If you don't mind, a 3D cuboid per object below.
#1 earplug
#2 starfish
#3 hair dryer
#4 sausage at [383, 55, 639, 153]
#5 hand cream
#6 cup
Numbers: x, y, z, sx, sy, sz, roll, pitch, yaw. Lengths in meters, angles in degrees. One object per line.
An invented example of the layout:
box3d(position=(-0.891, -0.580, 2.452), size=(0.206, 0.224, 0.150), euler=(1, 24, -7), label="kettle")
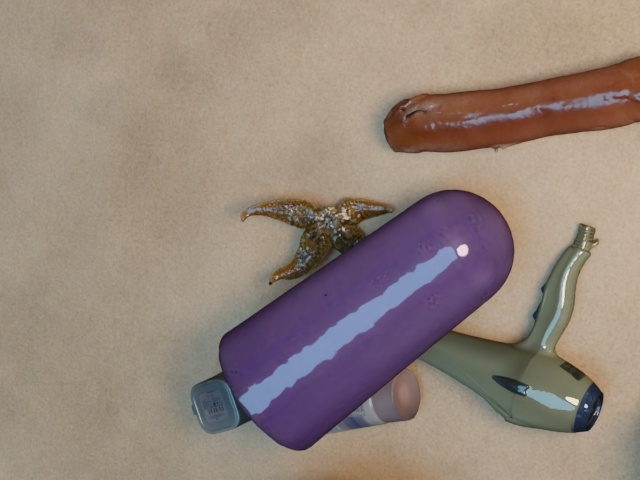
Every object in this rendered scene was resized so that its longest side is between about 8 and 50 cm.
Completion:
box3d(position=(0.083, 0.100, 1.591), size=(0.456, 0.215, 0.215), euler=(-38, 85, 17), label="earplug")
box3d(position=(0.000, 0.001, 1.707), size=(0.247, 0.050, 0.138), euler=(0, 97, 12), label="starfish")
box3d(position=(0.267, 0.128, 1.614), size=(0.296, 0.119, 0.298), euler=(-2, 85, 29), label="hair dryer")
box3d(position=(0.280, -0.182, 1.524), size=(0.419, 0.094, 0.094), euler=(-6, 61, 25), label="sausage")
box3d(position=(0.038, 0.257, 1.750), size=(0.248, 0.083, 0.133), euler=(-8, 97, 37), label="hand cream")
box3d(position=(-0.149, 0.258, 1.801), size=(0.128, 0.129, 0.095), euler=(-19, 89, 33), label="cup")
